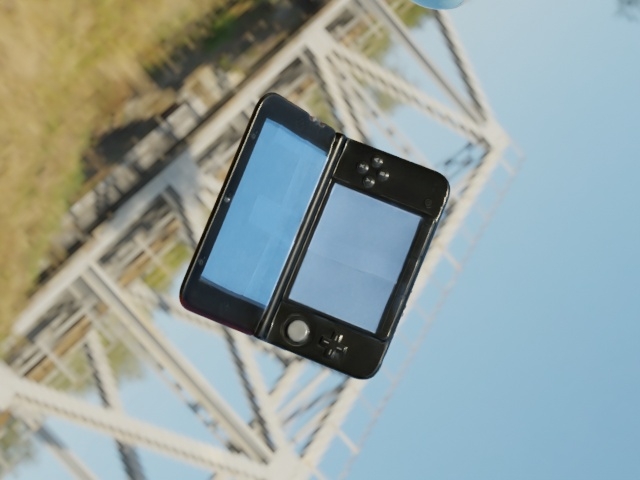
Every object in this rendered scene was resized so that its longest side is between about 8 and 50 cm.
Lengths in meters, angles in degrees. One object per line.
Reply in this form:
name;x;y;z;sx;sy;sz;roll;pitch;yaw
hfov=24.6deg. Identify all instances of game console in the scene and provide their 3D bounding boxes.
game console;0.000;0.000;0.909;0.085;0.124;0.144;45;67;-80

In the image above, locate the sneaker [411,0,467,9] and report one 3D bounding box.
sneaker;0.059;-0.263;1.143;0.150;0.135;0.366;-65;161;-18
